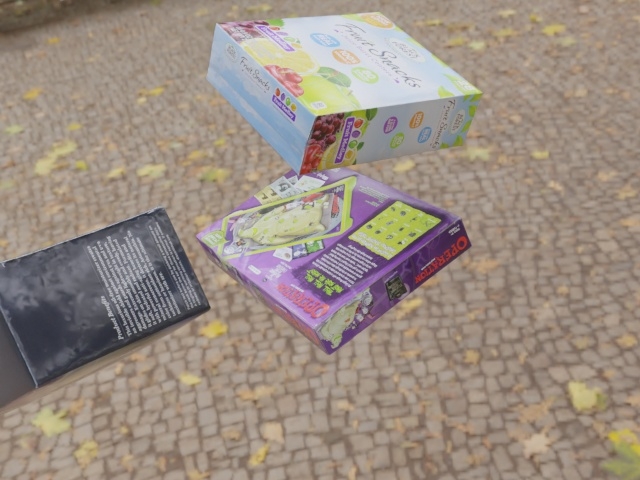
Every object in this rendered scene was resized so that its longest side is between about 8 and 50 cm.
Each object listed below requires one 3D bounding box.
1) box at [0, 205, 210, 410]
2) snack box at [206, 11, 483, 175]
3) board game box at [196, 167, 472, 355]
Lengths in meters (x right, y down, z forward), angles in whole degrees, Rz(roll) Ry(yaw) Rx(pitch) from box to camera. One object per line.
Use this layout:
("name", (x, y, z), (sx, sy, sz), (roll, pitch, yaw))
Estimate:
("box", (-0.375, 0.115, 1.318), (0.294, 0.183, 0.296), (-23, -4, -42))
("snack box", (0.022, -0.151, 0.876), (0.207, 0.070, 0.174), (-13, 46, -36))
("board game box", (0.000, 0.000, 1.098), (0.208, 0.056, 0.347), (-32, 29, -16))
